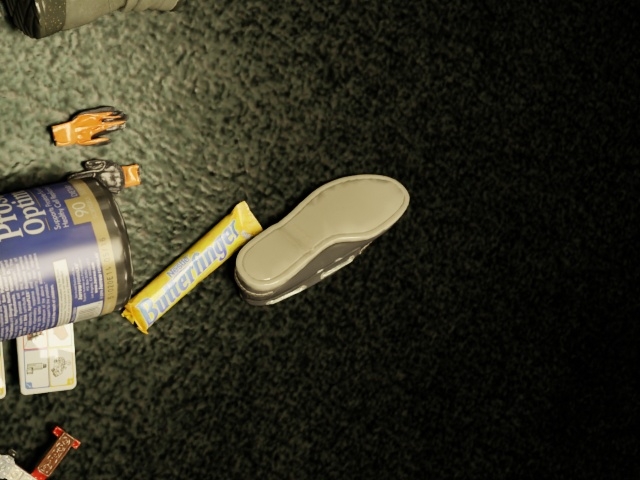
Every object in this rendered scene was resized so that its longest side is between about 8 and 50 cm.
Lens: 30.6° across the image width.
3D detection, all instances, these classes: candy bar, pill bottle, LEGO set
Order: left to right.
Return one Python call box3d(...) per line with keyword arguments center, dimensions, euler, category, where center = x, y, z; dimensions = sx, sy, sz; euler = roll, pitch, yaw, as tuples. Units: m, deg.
box3d(center=(-0.308, 0.186, 1.050), dimensions=(0.183, 0.060, 0.244), euler=(-5, 93, -24), category="LEGO set")
box3d(center=(-0.279, 0.026, 0.980), dimensions=(0.219, 0.123, 0.122), euler=(-14, 106, -26), category="pill bottle")
box3d(center=(-0.123, 0.027, 1.124), dimensions=(0.161, 0.018, 0.040), euler=(-42, 115, -16), category="candy bar")

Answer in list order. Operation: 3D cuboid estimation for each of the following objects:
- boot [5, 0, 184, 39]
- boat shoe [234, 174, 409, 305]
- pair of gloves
box3d(center=(-0.208, -0.302, 0.995), dimensions=(0.161, 0.083, 0.246), euler=(-25, 113, -32), category="boot")
box3d(center=(0.000, 0.000, 1.173), dimensions=(0.206, 0.075, 0.065), euler=(-31, 155, -26), category="boat shoe")
box3d(center=(-0.204, -0.079, 1.065), dimensions=(0.074, 0.010, 0.083), euler=(-18, 110, -26), category="pair of gloves")
